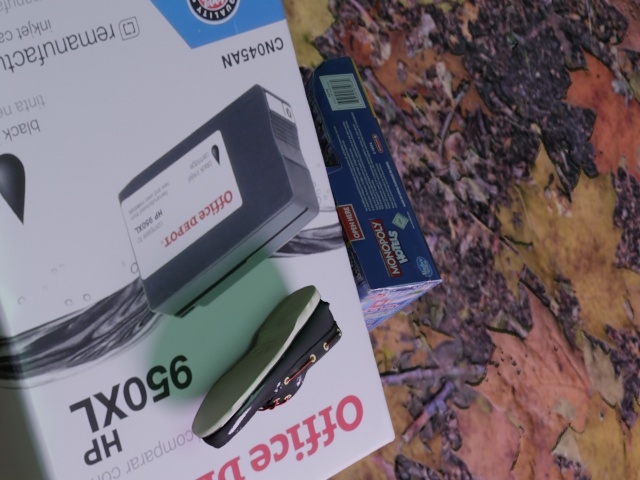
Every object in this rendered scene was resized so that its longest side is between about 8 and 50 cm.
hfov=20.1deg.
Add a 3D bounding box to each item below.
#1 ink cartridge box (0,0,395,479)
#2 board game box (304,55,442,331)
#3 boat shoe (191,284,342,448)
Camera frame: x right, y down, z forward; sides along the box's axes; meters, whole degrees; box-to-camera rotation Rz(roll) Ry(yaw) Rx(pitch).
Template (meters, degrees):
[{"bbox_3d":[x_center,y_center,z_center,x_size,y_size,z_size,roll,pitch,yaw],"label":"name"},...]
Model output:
[{"bbox_3d":[-0.140,0.000,1.162,0.285,0.166,0.395,-25,104,-42],"label":"ink cartridge box"},{"bbox_3d":[0.000,0.000,1.334,0.060,0.194,0.194,-7,61,-25],"label":"board game box"},{"bbox_3d":[-0.030,0.083,1.111,0.042,0.049,0.133,56,48,-18],"label":"boat shoe"}]
